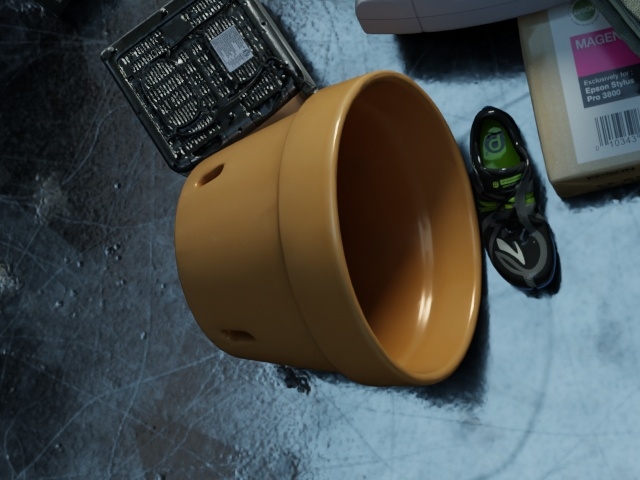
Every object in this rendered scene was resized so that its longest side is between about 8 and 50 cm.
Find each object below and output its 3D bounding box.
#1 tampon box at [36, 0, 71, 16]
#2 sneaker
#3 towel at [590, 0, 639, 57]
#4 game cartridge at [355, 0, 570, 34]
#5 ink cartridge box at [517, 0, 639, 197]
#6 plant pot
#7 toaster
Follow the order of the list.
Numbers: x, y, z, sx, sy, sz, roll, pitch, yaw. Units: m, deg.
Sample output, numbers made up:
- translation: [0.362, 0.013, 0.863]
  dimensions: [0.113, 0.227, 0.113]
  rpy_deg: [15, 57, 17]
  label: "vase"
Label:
- translation: [-0.291, -0.346, 1.851]
  dimensions: [0.120, 0.101, 0.161]
  rpy_deg: [37, 91, 17]
  label: "tampon box"
- translation: [0.178, -0.041, 1.684]
  dimensions: [0.067, 0.078, 0.188]
  rpy_deg: [-15, 78, 12]
  label: "sneaker"
- translation: [0.365, -0.279, 1.582]
  dimensions: [0.324, 0.056, 0.312]
  rpy_deg: [-40, 95, -25]
  label: "towel"
- translation: [0.175, -0.293, 1.694]
  dimensions: [0.294, 0.060, 0.196]
  rpy_deg: [-13, 48, 13]
  label: "game cartridge"
- translation: [0.318, -0.161, 1.663]
  dimensions: [0.234, 0.088, 0.193]
  rpy_deg: [-13, 79, 13]
  label: "ink cartridge box"
- translation: [0.000, 0.000, 1.638]
  dimensions: [0.203, 0.291, 0.291]
  rpy_deg: [-9, 78, 30]
  label: "plant pot"
- translation: [-0.101, -0.158, 1.763]
  dimensions: [0.168, 0.110, 0.186]
  rpy_deg: [-36, 73, 7]
  label: "toaster"
